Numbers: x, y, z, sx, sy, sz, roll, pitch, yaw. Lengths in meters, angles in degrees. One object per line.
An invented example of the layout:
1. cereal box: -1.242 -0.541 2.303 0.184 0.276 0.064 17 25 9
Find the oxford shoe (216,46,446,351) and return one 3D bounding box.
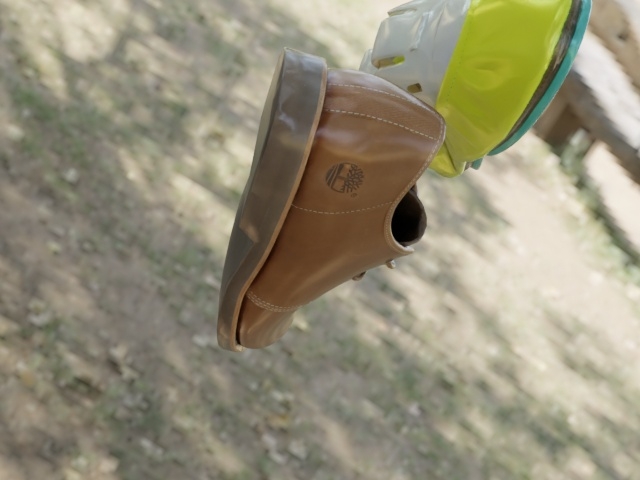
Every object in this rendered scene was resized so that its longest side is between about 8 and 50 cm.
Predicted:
1. oxford shoe: 0.000 0.000 0.685 0.076 0.212 0.076 12 67 -7

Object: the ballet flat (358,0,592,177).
1. ballet flat: 0.057 -0.074 0.765 0.077 0.077 0.231 19 -8 -2
